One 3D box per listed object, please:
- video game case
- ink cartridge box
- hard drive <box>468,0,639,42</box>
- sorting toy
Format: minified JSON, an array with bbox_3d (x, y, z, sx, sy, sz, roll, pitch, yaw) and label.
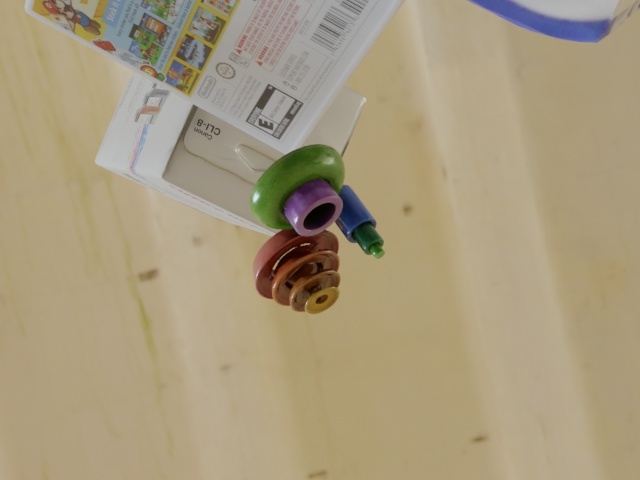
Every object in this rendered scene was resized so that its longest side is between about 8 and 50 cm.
[{"bbox_3d":[-0.071,-0.151,0.920,0.206,0.227,0.026,28,-116,-6],"label":"video game case"},{"bbox_3d":[-0.073,-0.085,1.177,0.176,0.128,0.127,18,-97,64],"label":"ink cartridge box"},{"bbox_3d":[0.026,-0.142,0.461,0.210,0.040,0.319,29,-157,11],"label":"hard drive"},{"bbox_3d":[0.000,0.000,0.741,0.061,0.102,0.042,-23,-124,-21],"label":"sorting toy"}]
